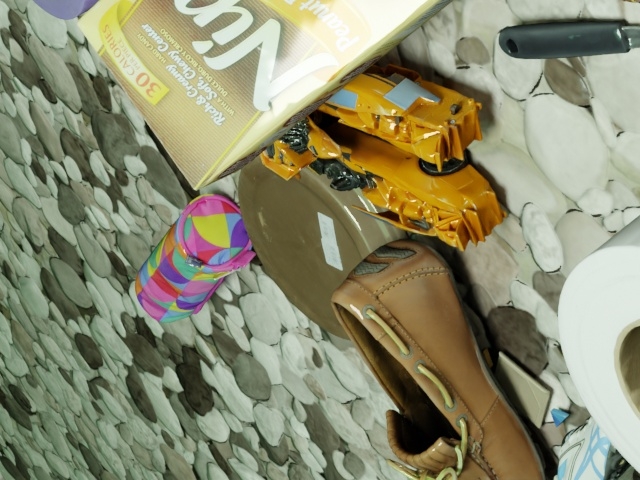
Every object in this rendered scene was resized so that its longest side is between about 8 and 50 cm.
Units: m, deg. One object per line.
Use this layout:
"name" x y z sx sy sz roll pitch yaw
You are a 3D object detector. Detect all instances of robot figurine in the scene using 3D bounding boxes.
"robot figurine" 0.033 -0.100 1.443 0.291 0.085 0.211 22 145 37

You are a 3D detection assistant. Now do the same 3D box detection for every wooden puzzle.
"wooden puzzle" 0.202 0.149 1.550 0.116 0.014 0.078 44 154 20

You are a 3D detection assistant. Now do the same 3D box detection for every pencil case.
"pencil case" -0.157 0.028 1.887 0.104 0.104 0.236 54 153 3

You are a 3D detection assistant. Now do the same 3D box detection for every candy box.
"candy box" -0.032 -0.206 1.284 0.316 0.087 0.183 -36 87 26

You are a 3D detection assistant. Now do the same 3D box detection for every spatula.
"spatula" 0.242 -0.148 1.151 0.296 0.030 0.084 10 131 53

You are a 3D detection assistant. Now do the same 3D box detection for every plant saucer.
"plant saucer" 0.000 0.000 1.676 0.278 0.041 0.278 37 146 31

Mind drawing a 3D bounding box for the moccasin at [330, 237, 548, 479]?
"moccasin" 0.121 0.187 1.546 0.139 0.147 0.380 17 137 53

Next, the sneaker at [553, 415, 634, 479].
"sneaker" 0.263 0.189 1.429 0.086 0.085 0.237 48 149 29

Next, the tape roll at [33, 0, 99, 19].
"tape roll" -0.289 -0.347 1.708 0.189 0.080 0.189 38 148 29

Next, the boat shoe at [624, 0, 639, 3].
"boat shoe" 0.251 -0.208 1.054 0.060 0.064 0.178 30 159 -18

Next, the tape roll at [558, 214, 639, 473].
"tape roll" 0.318 0.069 1.120 0.246 0.169 0.246 39 148 30
